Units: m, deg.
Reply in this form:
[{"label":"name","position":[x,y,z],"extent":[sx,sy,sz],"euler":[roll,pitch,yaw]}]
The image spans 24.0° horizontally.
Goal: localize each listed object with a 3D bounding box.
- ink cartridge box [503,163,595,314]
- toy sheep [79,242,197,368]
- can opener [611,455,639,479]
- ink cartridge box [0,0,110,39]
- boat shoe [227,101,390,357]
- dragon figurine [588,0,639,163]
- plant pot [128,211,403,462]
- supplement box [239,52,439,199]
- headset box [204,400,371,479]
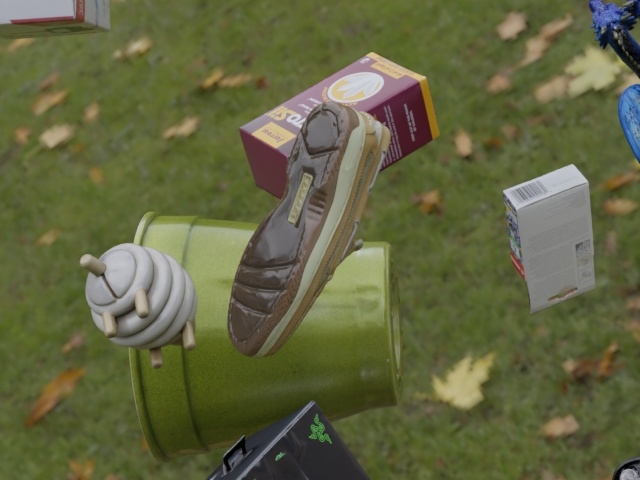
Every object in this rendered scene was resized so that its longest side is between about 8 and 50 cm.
[{"label":"ink cartridge box","position":[0.183,0.000,1.194],"extent":[0.063,0.115,0.029],"euler":[-21,41,-9]},{"label":"toy sheep","position":[-0.144,0.046,1.198],"extent":[0.091,0.132,0.091],"euler":[-17,51,23]},{"label":"can opener","position":[0.279,0.279,1.424],"extent":[0.186,0.073,0.059],"euler":[-55,44,1]},{"label":"ink cartridge box","position":[-0.303,-0.259,1.606],"extent":[0.127,0.072,0.175],"euler":[-4,3,5]},{"label":"boat shoe","position":[0.000,0.000,1.061],"extent":[0.068,0.072,0.190],"euler":[36,104,46]},{"label":"dragon figurine","position":[0.332,-0.112,1.405],"extent":[0.085,0.144,0.289],"euler":[-25,64,23]},{"label":"plant pot","position":[-0.062,0.128,2.172],"extent":[0.353,0.366,0.366],"euler":[-4,33,6]},{"label":"supplement box","position":[0.021,-0.118,1.637],"extent":[0.188,0.081,0.104],"euler":[-32,37,-21]},{"label":"headset box","position":[-0.033,0.363,1.787],"extent":[0.131,0.283,0.246],"euler":[-33,3,35]}]
